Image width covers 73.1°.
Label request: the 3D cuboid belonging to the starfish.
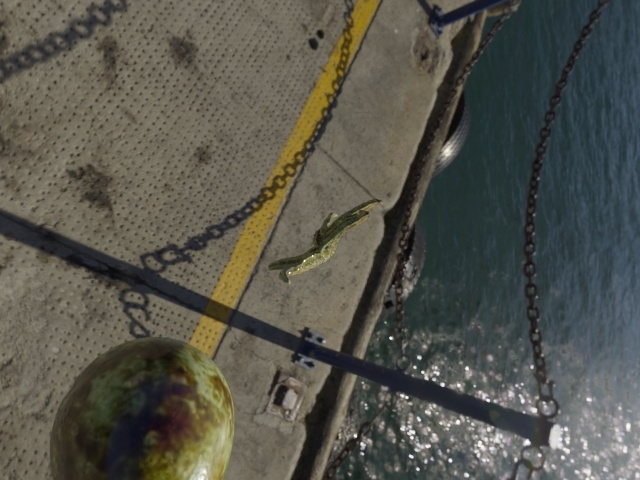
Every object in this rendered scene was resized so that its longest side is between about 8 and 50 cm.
[{"bbox_3d":[0.001,0.002,0.669,0.050,0.223,0.217,52,32,-19],"label":"starfish"}]

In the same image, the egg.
[{"bbox_3d":[-0.239,0.275,0.596,0.238,0.238,0.290,37,24,-34],"label":"egg"}]
